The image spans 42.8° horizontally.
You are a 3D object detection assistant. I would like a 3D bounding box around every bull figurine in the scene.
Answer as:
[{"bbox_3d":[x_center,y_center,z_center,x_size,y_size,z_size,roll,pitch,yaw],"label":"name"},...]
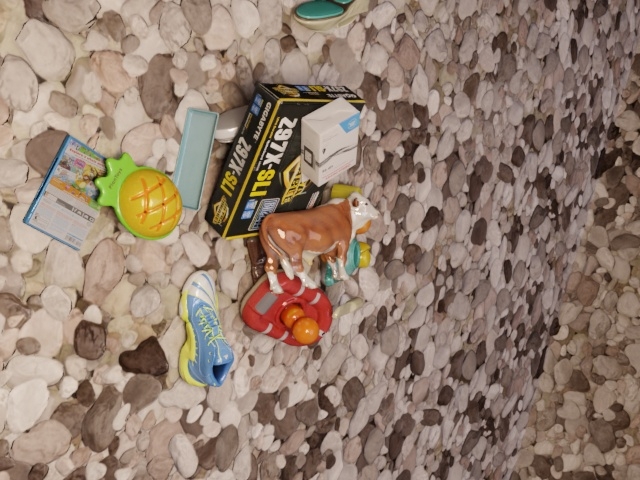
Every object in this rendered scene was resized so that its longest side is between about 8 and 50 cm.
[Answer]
[{"bbox_3d":[0.000,0.000,1.739,0.310,0.101,0.189,-10,92,-38],"label":"bull figurine"}]

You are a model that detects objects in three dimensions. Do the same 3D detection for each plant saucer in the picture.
[{"bbox_3d":[-0.242,-0.156,1.573,0.018,0.067,0.192,11,91,-74],"label":"plant saucer"}]

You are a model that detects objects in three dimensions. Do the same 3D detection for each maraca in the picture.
[{"bbox_3d":[-0.323,-0.077,1.467,0.185,0.099,0.127,39,63,-40],"label":"maraca"}]

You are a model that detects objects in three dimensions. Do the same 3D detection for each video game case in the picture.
[{"bbox_3d":[-0.426,-0.080,1.407,0.119,0.015,0.166,37,72,-48],"label":"video game case"}]

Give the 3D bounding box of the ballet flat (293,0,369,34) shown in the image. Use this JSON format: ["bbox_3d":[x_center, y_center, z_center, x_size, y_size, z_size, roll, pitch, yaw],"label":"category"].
[{"bbox_3d":[0.029,-0.495,1.794,0.248,0.086,0.086,-38,127,-39],"label":"ballet flat"}]

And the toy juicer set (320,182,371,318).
[{"bbox_3d":[0.054,0.046,1.943,0.209,0.089,0.329,47,47,-65],"label":"toy juicer set"}]

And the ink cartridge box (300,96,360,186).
[{"bbox_3d":[0.018,-0.181,1.614,0.104,0.060,0.180,-33,149,-25],"label":"ink cartridge box"}]

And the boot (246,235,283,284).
[{"bbox_3d":[-0.115,0.028,1.794,0.106,0.037,0.114,-25,115,-42],"label":"boot"}]

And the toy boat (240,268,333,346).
[{"bbox_3d":[-0.055,0.171,1.789,0.151,0.151,0.231,-50,139,7],"label":"toy boat"}]

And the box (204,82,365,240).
[{"bbox_3d":[-0.072,-0.161,1.660,0.257,0.079,0.322,-8,133,-47],"label":"box"}]

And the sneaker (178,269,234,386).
[{"bbox_3d":[-0.217,0.184,1.642,0.091,0.126,0.240,-11,109,-48],"label":"sneaker"}]

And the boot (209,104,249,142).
[{"bbox_3d":[-0.116,-0.217,1.681,0.258,0.095,0.123,-27,128,-36],"label":"boot"}]
